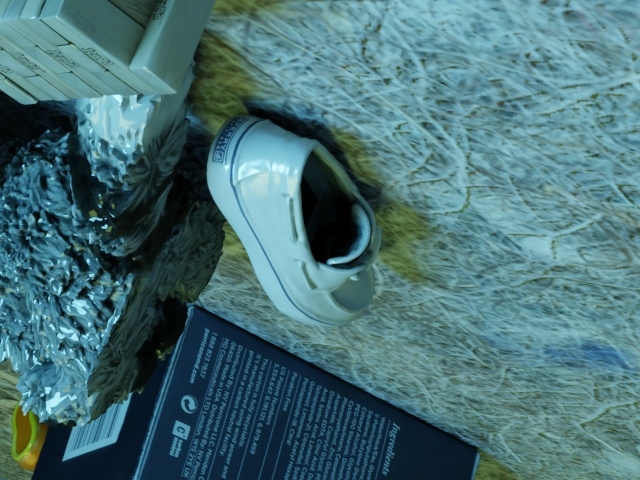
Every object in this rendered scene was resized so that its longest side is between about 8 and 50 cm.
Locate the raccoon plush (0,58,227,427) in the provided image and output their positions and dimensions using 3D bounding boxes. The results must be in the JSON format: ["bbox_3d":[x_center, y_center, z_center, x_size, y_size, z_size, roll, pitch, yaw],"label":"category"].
[{"bbox_3d":[-0.231,-0.067,1.269,0.299,0.216,0.446,30,135,12],"label":"raccoon plush"}]

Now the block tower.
[{"bbox_3d":[-0.215,-0.145,1.052,0.335,0.091,0.097,1,155,43],"label":"block tower"}]

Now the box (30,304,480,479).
[{"bbox_3d":[-0.079,0.273,1.832,0.395,0.212,0.293,28,151,-24],"label":"box"}]

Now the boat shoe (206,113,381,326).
[{"bbox_3d":[0.000,0.000,1.230,0.084,0.095,0.258,15,162,29],"label":"boat shoe"}]

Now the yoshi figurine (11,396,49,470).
[{"bbox_3d":[-0.191,0.276,2.055,0.362,0.203,0.203,28,153,-31],"label":"yoshi figurine"}]
